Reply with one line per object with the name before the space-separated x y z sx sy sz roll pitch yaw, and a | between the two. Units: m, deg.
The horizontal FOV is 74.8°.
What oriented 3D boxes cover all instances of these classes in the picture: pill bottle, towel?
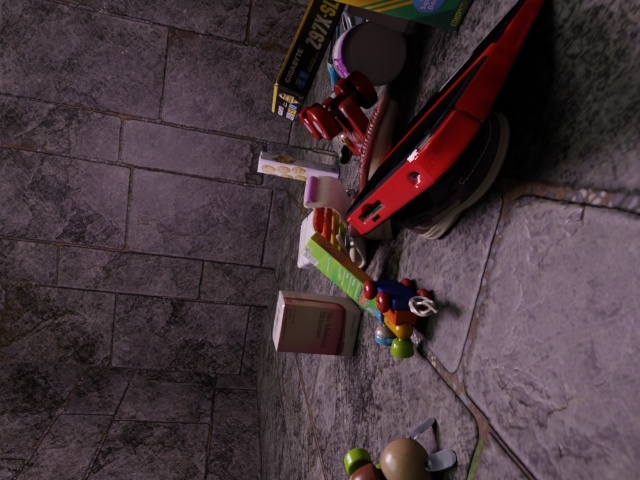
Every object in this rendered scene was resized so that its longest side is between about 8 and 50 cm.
pill bottle | 0.128 -0.544 1.232 0.301 0.169 0.169 -111 31 -66
towel | 0.059 -0.646 1.662 0.370 0.040 0.271 82 -170 -65

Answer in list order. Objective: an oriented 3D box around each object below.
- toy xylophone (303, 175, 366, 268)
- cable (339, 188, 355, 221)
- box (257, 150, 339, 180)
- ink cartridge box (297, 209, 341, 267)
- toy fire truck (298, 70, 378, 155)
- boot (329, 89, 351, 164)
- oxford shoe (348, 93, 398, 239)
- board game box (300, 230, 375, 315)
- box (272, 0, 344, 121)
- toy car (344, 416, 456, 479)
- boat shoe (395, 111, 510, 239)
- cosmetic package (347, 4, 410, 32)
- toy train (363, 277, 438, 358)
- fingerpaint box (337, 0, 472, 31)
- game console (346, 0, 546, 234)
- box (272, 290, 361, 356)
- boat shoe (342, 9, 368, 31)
toy xylophone | 0.052 -0.022 1.142 0.236 0.081 0.322 -80 -30 -49
cable | 0.123 -0.105 1.325 0.287 0.072 0.139 -6 59 65
box | -0.088 -0.287 1.684 0.063 0.324 0.067 -91 16 -47
ink cartridge box | 0.000 0.000 1.602 0.273 0.115 0.198 145 132 -73
toy fire truck | 0.088 -0.305 1.167 0.169 0.254 0.302 -39 18 -1
boot | 0.086 -0.419 1.547 0.161 0.084 0.246 -110 15 -57
oxford shoe | 0.153 -0.164 1.000 0.123 0.130 0.348 -73 -8 -63
board game box | 0.066 0.090 1.062 0.039 0.259 0.124 -45 -4 -24
box | -0.023 -0.477 1.030 0.257 0.079 0.321 -149 82 -79
toy car | 0.155 0.406 0.734 0.188 0.149 0.155 -51 22 7
boat shoe | 0.219 -0.103 0.735 0.285 0.093 0.102 115 159 -53
cosmetic package | 0.212 -0.741 0.915 0.453 0.162 0.230 115 170 -53
toy train | 0.164 0.168 0.825 0.248 0.105 0.143 -141 50 -75
fingerpaint box | 0.157 -0.634 0.697 0.444 0.371 0.163 115 159 -51
game console | 0.192 -0.186 0.722 0.342 0.060 0.386 -54 4 -21
box | -0.015 0.247 1.248 0.127 0.233 0.148 -137 55 -75
boat shoe | 0.112 -0.649 1.490 0.116 0.099 0.319 -124 35 -67
